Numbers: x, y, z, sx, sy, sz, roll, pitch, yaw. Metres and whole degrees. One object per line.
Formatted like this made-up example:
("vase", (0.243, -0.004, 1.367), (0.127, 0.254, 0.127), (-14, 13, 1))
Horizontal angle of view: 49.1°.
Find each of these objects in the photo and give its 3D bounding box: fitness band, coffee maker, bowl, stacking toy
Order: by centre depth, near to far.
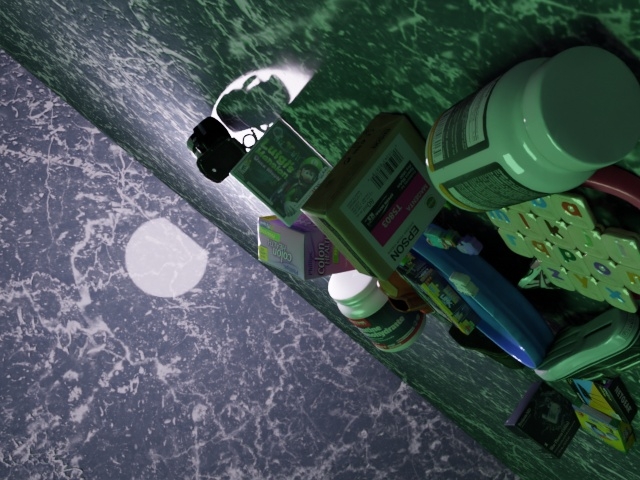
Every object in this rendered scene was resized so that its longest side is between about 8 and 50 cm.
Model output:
("fitness band", (0.424, -0.011, 1.050), (0.209, 0.054, 0.291), (27, 162, 39))
("stacking toy", (0.247, 0.003, 1.306), (0.221, 0.167, 0.052), (19, 157, 51))
("bowl", (0.328, 0.109, 1.486), (0.391, 0.077, 0.391), (44, 178, 2))
("coffee maker", (-0.263, -0.252, 1.869), (0.178, 0.171, 0.120), (-125, 17, -54))

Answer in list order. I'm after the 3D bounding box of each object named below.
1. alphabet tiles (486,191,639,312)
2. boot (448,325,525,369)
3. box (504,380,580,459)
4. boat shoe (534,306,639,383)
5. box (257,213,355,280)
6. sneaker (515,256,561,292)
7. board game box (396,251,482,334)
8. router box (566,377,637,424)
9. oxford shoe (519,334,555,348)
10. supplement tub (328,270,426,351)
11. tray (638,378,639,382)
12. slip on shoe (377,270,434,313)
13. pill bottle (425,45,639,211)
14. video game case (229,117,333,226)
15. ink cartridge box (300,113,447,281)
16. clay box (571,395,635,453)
("alphabet tiles", (0.380, 0.005, 1.080), (0.278, 0.021, 0.284), (48, 166, -34))
("boot", (0.461, 0.299, 1.946), (0.198, 0.077, 0.137), (24, 166, 48))
("box", (0.639, 0.512, 1.995), (0.158, 0.156, 0.093), (37, 166, 7))
("boat shoe", (0.533, 0.228, 1.360), (0.119, 0.121, 0.335), (32, 159, 1))
("box", (0.000, 0.000, 1.757), (0.213, 0.243, 0.117), (20, 116, 53))
("sneaker", (0.417, 0.066, 1.288), (0.077, 0.072, 0.178), (33, 167, 13))
("board game box", (0.236, 0.104, 1.440), (0.170, 0.048, 0.141), (45, 176, -27))
("router box", (0.656, 0.351, 1.658), (0.133, 0.046, 0.179), (20, 158, 51))
("oxford shoe", (0.550, 0.238, 1.534), (0.212, 0.076, 0.076), (7, 119, 40))
("supplement tub", (0.169, 0.183, 2.053), (0.272, 0.191, 0.191), (46, 164, -32))
("tray", (0.769, 0.338, 1.359), (0.145, 0.030, 0.270), (46, 165, -27))
("slip on shoe", (0.206, 0.119, 1.652), (0.123, 0.101, 0.331), (42, 180, 24))
("pill bottle", (0.252, -0.129, 0.868), (0.162, 0.162, 0.278), (40, 167, -8))
("video game case", (-0.084, -0.157, 1.623), (0.190, 0.173, 0.022), (42, 178, -16))
("ink cartridge box", (0.109, -0.077, 1.252), (0.193, 0.235, 0.088), (45, 166, -31))
("clay box", (0.749, 0.486, 1.848), (0.127, 0.053, 0.222), (26, 161, 42))
